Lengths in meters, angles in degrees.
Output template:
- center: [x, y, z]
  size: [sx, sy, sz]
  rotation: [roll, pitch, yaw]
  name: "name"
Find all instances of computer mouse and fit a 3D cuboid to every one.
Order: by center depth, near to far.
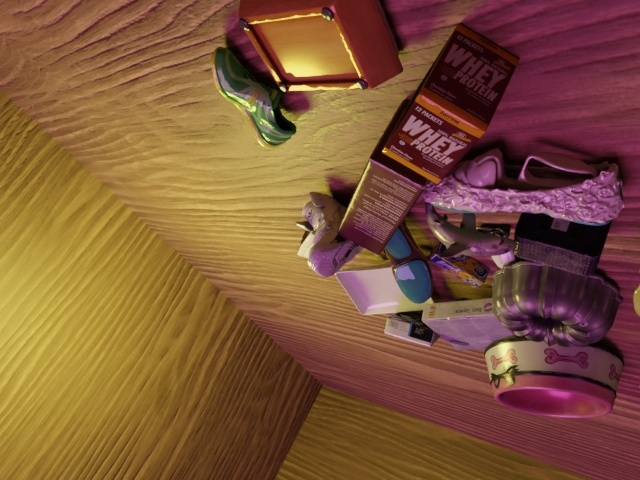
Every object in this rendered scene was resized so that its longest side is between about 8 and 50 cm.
- center: [0.482, 0.030, 1.471]
  size: [0.106, 0.042, 0.193]
  rotation: [1, 143, 45]
  name: "computer mouse"

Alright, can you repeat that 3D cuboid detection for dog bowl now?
- center: [0.722, 0.440, 1.736]
  size: [0.408, 0.150, 0.408]
  rotation: [10, 154, 5]
  name: "dog bowl"

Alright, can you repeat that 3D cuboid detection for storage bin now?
- center: [0.534, -0.012, 1.234]
  size: [0.180, 0.122, 0.084]
  rotation: [18, 154, 25]
  name: "storage bin"

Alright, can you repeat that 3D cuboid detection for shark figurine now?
- center: [0.304, -0.021, 1.312]
  size: [0.278, 0.166, 0.116]
  rotation: [52, 167, 38]
  name: "shark figurine"

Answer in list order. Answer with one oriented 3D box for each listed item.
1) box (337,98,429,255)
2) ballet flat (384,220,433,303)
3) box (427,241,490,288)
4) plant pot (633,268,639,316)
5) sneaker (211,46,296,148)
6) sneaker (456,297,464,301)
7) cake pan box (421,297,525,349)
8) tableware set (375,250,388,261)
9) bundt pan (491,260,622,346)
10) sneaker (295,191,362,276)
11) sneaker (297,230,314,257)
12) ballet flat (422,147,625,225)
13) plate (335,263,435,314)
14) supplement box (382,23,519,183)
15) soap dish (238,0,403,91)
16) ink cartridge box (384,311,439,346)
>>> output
- center: [0.168, -0.132, 1.330]
  size: [0.143, 0.191, 0.381]
  rotation: [29, 156, 2]
  name: "box"
- center: [0.247, 0.034, 1.640]
  size: [0.116, 0.124, 0.342]
  rotation: [-21, 123, 22]
  name: "ballet flat"
- center: [0.403, 0.070, 1.621]
  size: [0.169, 0.054, 0.059]
  rotation: [31, 156, -2]
  name: "box"
- center: [0.771, 0.104, 1.066]
  size: [0.254, 0.276, 0.276]
  rotation: [20, 156, 47]
  name: "plant pot"
- center: [-0.159, -0.366, 1.385]
  size: [0.123, 0.109, 0.295]
  rotation: [-17, 131, 29]
  name: "sneaker"
- center: [0.487, 0.224, 1.819]
  size: [0.085, 0.058, 0.152]
  rotation: [25, 163, -8]
  name: "sneaker"
- center: [0.494, 0.269, 1.747]
  size: [0.267, 0.070, 0.246]
  rotation: [-13, 143, 41]
  name: "cake pan box"
- center: [0.253, 0.071, 1.835]
  size: [0.169, 0.020, 0.141]
  rotation: [40, 154, -21]
  name: "tableware set"
- center: [0.613, 0.187, 1.477]
  size: [0.331, 0.124, 0.331]
  rotation: [17, 155, 8]
  name: "bundt pan"
- center: [0.007, -0.025, 1.603]
  size: [0.210, 0.366, 0.137]
  rotation: [33, 116, 14]
  name: "sneaker"
- center: [0.000, 0.000, 1.903]
  size: [0.123, 0.106, 0.290]
  rotation: [21, 164, -2]
  name: "sneaker"
- center: [0.412, -0.130, 1.158]
  size: [0.409, 0.147, 0.147]
  rotation: [9, 149, 29]
  name: "ballet flat"
- center: [0.224, 0.157, 1.871]
  size: [0.277, 0.045, 0.278]
  rotation: [-9, 139, 23]
  name: "plate"
- center: [0.236, -0.247, 1.029]
  size: [0.129, 0.191, 0.194]
  rotation: [30, 155, -1]
  name: "supplement box"
- center: [-0.008, -0.402, 1.094]
  size: [0.291, 0.118, 0.229]
  rotation: [11, 150, 38]
  name: "soap dish"
- center: [0.351, 0.301, 1.979]
  size: [0.165, 0.065, 0.333]
  rotation: [13, -176, 20]
  name: "ink cartridge box"
